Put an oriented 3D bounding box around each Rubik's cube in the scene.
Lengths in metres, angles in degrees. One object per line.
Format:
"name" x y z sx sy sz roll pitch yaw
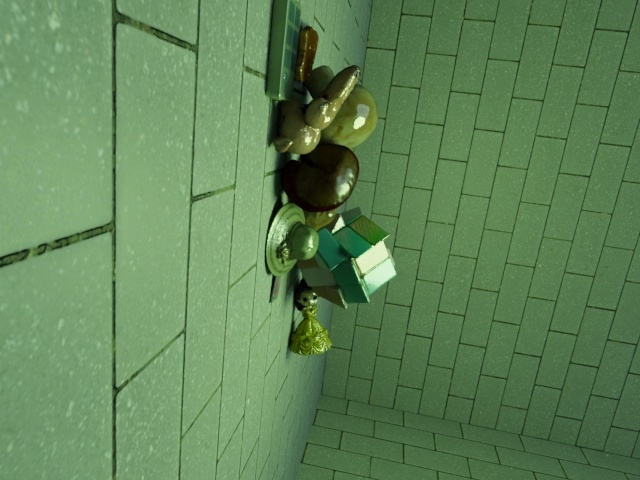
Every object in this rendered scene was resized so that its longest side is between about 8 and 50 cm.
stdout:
"Rubik's cube" 0.102 0.063 1.788 0.368 0.387 0.358 -91 157 -67

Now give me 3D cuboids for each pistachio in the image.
"pistachio" -0.023 -0.166 1.636 0.212 0.163 0.260 125 -33 -58

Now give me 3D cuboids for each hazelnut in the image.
"hazelnut" 0.005 -0.196 1.410 0.217 0.251 0.217 55 -10 14

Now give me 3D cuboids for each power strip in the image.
"power strip" -0.094 -0.481 1.134 0.118 0.046 0.270 -53 151 -74

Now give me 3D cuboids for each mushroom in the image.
"mushroom" 0.038 -0.445 1.477 0.292 0.293 0.290 51 18 -79

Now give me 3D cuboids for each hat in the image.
"hat" -0.065 0.007 1.426 0.252 0.110 0.252 -42 139 -52

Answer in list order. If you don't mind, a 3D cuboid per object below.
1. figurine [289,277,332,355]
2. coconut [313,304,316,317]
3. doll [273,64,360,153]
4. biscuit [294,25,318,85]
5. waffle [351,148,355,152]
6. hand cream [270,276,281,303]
"figurine" -0.052 0.328 1.972 0.168 0.187 0.315 -49 138 -68
"coconut" -0.051 0.375 2.363 0.158 0.055 0.133 86 14 -54
"doll" -0.022 -0.380 1.239 0.303 0.156 0.201 -49 178 23
"biscuit" -0.044 -0.585 1.396 0.183 0.043 0.280 95 3 -48
"waffle" 0.076 -0.307 2.176 0.304 0.078 0.348 120 -13 -53
"hand cream" -0.131 0.075 1.524 0.079 0.050 0.275 2 103 -57
